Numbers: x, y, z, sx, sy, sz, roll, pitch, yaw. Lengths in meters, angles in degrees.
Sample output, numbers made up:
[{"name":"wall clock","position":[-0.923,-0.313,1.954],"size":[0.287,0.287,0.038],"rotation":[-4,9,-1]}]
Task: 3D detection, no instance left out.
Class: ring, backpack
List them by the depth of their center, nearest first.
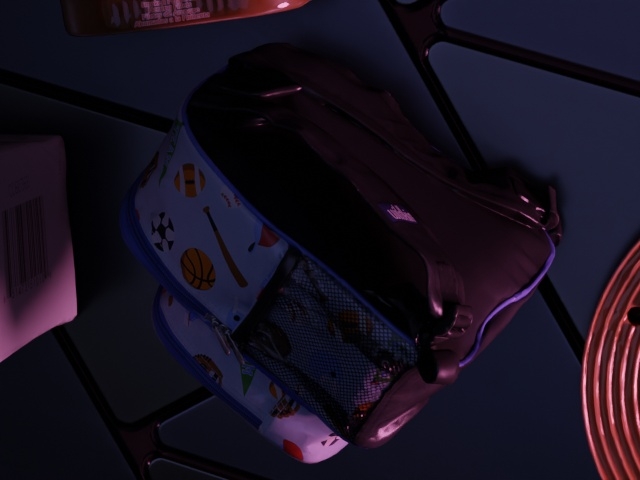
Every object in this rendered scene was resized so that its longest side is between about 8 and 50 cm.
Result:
[{"name":"backpack","position":[0.000,0.000,1.234],"size":[0.263,0.276,0.213],"rotation":[46,118,4]},{"name":"ring","position":[0.356,0.108,1.283],"size":[0.337,0.032,0.336],"rotation":[2,99,11]}]

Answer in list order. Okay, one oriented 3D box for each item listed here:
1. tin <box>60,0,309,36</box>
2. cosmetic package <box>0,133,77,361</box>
[{"name":"tin","position":[-0.095,-0.175,1.285],"size":[0.190,0.106,0.040],"rotation":[-6,106,13]},{"name":"cosmetic package","position":[-0.400,0.004,1.322],"size":[0.385,0.217,0.156],"rotation":[0,100,13]}]
